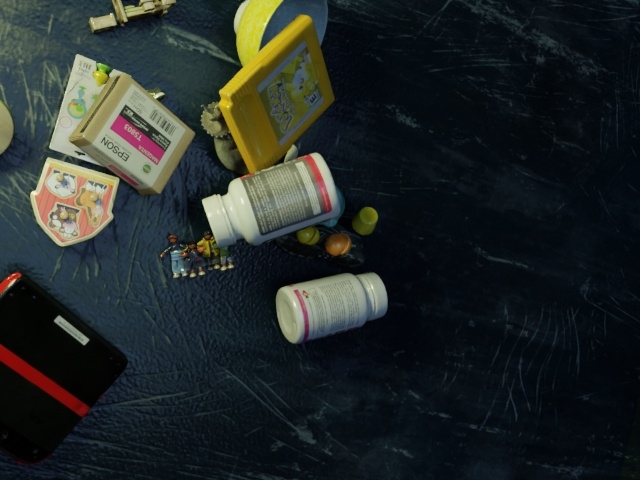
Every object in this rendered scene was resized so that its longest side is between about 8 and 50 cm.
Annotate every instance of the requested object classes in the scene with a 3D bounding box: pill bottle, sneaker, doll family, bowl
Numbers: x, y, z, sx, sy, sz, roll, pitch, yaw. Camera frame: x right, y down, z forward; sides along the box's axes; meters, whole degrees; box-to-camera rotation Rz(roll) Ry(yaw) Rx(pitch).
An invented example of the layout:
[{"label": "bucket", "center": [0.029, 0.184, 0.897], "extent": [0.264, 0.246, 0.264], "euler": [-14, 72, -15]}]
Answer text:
[{"label": "pill bottle", "center": [0.033, 0.180, 1.881], "extent": [0.283, 0.160, 0.161], "euler": [-11, 98, -24]}, {"label": "sneaker", "center": [0.000, 0.000, 1.905], "extent": [0.267, 0.101, 0.106], "euler": [15, 63, -22]}, {"label": "pill bottle", "center": [-0.125, -0.091, 1.696], "extent": [0.318, 0.176, 0.176], "euler": [-20, 102, -8]}, {"label": "doll family", "center": [-0.316, 0.028, 1.756], "extent": [0.192, 0.076, 0.112], "euler": [-14, 104, -21]}, {"label": "sneaker", "center": [-0.434, -0.359, 1.701], "extent": [0.083, 0.031, 0.035], "euler": [-25, 74, -13]}, {"label": "bowl", "center": [-0.128, -0.543, 1.740], "extent": [0.156, 0.289, 0.289], "euler": [33, 76, 20]}]

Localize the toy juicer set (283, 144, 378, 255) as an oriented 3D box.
[{"label": "toy juicer set", "center": [-0.020, -0.085, 1.852], "extent": [0.329, 0.089, 0.209], "euler": [39, 67, 4]}]

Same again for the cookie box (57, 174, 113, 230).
[{"label": "cookie box", "center": [-0.573, -0.092, 1.645], "extent": [0.091, 0.040, 0.107], "euler": [35, 79, -23]}]

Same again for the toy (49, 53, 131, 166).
[{"label": "toy", "center": [-0.555, -0.308, 1.627], "extent": [0.136, 0.056, 0.237], "euler": [18, 82, -31]}]

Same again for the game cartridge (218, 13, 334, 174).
[{"label": "game cartridge", "center": [-0.101, -0.356, 1.703], "extent": [0.324, 0.052, 0.285], "euler": [-51, 148, -21]}]

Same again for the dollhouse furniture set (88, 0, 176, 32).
[{"label": "dollhouse furniture set", "center": [-0.457, -0.577, 1.598], "extent": [0.181, 0.161, 0.101], "euler": [-22, 102, -23]}]

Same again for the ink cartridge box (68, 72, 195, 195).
[{"label": "ink cartridge box", "center": [-0.446, -0.250, 1.625], "extent": [0.234, 0.088, 0.193], "euler": [40, 65, -36]}]

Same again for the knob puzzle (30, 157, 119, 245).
[{"label": "knob puzzle", "center": [-0.586, -0.080, 1.600], "extent": [0.213, 0.030, 0.213], "euler": [-1, 93, -24]}]

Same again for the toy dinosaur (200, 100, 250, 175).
[{"label": "toy dinosaur", "center": [-0.222, -0.263, 1.768], "extent": [0.160, 0.121, 0.314], "euler": [-32, 137, -21]}]

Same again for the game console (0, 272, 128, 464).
[{"label": "game console", "center": [-0.683, 0.309, 1.565], "extent": [0.342, 0.060, 0.387], "euler": [-52, 130, -18]}]

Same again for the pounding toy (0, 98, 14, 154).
[{"label": "pounding toy", "center": [-0.796, -0.253, 1.512], "extent": [0.182, 0.110, 0.237], "euler": [16, 116, -36]}]
